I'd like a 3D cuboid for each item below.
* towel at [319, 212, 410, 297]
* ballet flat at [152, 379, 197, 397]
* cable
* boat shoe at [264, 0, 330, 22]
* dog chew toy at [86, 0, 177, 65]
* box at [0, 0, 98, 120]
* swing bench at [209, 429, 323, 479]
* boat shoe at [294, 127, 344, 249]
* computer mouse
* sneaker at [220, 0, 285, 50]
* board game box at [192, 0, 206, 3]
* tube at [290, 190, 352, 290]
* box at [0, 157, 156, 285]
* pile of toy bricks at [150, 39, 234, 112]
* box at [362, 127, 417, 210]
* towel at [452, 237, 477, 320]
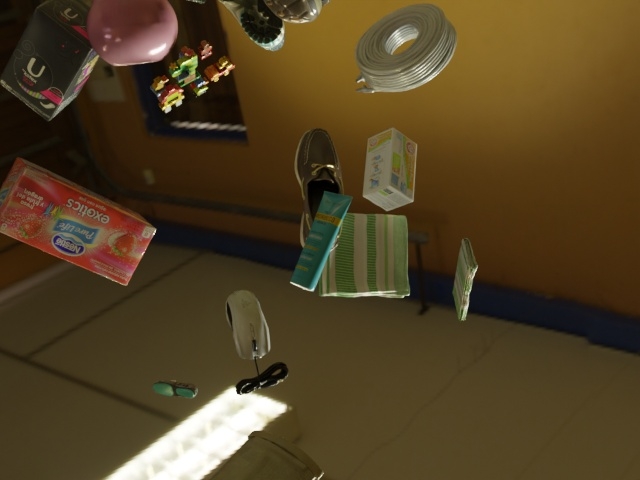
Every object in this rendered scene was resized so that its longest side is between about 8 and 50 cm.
[{"bbox_3d":[0.129,0.043,2.615,0.325,0.247,0.038,2,175,-37],"label":"towel"},{"bbox_3d":[-0.353,0.362,2.218,0.114,0.041,0.041,7,-152,15],"label":"ballet flat"},{"bbox_3d":[0.211,-0.485,2.267,0.257,0.089,0.257,10,-117,40],"label":"cable"},{"bbox_3d":[-0.078,-0.510,1.392,0.132,0.355,0.130,15,-125,43],"label":"boat shoe"},{"bbox_3d":[-0.441,-0.570,2.060,0.207,0.331,0.206,-6,-168,1],"label":"dog chew toy"},{"bbox_3d":[-0.660,-0.462,2.267,0.270,0.165,0.143,-46,-169,37],"label":"box"},{"bbox_3d":[-0.104,0.526,1.639,0.165,0.254,0.253,3,-146,40],"label":"swing bench"},{"bbox_3d":[0.003,-0.129,2.187,0.117,0.324,0.097,5,163,-16],"label":"boat shoe"},{"bbox_3d":[-0.130,0.184,1.687,0.106,0.192,0.042,-14,171,-17],"label":"computer mouse"},{"bbox_3d":[-0.175,-0.547,2.074,0.110,0.283,0.122,-31,170,3],"label":"sneaker"},{"bbox_3d":[-0.349,-0.713,2.456,0.136,0.030,0.260,-38,171,23],"label":"board game box"},{"bbox_3d":[0.000,0.000,1.843,0.080,0.207,0.052,16,171,38],"label":"tube"},{"bbox_3d":[-0.521,-0.041,1.899,0.300,0.142,0.154,27,-178,-29],"label":"box"},{"bbox_3d":[-0.312,-0.407,2.131,0.212,0.105,0.118,-35,-105,-19],"label":"pile of toy bricks"},{"bbox_3d":[0.203,-0.207,2.633,0.103,0.114,0.203,-20,-127,41],"label":"box"},{"bbox_3d":[0.317,0.086,1.991,0.023,0.152,0.113,3,-146,-1],"label":"towel"}]
